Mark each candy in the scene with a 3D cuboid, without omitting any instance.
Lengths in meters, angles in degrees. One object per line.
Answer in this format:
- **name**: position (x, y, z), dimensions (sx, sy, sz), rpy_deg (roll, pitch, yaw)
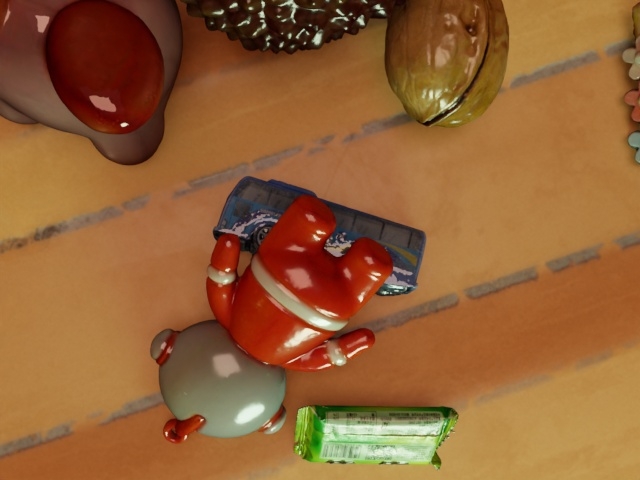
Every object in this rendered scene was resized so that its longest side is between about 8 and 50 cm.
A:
- **candy**: position (0.059, 0.220, 0.814), dimensions (0.178, 0.032, 0.102), rpy_deg (2, 129, -4)

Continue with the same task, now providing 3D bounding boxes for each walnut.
- **walnut**: position (0.142, -0.212, 0.807), dimensions (0.144, 0.144, 0.180), rpy_deg (9, 79, -2)

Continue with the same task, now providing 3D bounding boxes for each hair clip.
- **hair clip**: position (0.391, -0.177, 0.852), dimensions (0.056, 0.062, 0.214), rpy_deg (2, 85, -44)

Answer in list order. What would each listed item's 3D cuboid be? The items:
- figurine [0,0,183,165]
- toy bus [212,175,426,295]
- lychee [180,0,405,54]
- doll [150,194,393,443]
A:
- **figurine**: position (-0.249, -0.215, 0.731), dimensions (0.269, 0.261, 0.211), rpy_deg (21, 84, 1)
- **toy bus**: position (0.000, -0.001, 0.825), dimensions (0.236, 0.079, 0.094), rpy_deg (18, 71, -2)
- **lychee**: position (-0.013, -0.343, 0.698), dimensions (0.306, 0.306, 0.330), rpy_deg (32, 91, -1)
- **doll**: position (-0.069, 0.109, 0.774), dimensions (0.199, 0.105, 0.336), rpy_deg (35, 109, -12)
